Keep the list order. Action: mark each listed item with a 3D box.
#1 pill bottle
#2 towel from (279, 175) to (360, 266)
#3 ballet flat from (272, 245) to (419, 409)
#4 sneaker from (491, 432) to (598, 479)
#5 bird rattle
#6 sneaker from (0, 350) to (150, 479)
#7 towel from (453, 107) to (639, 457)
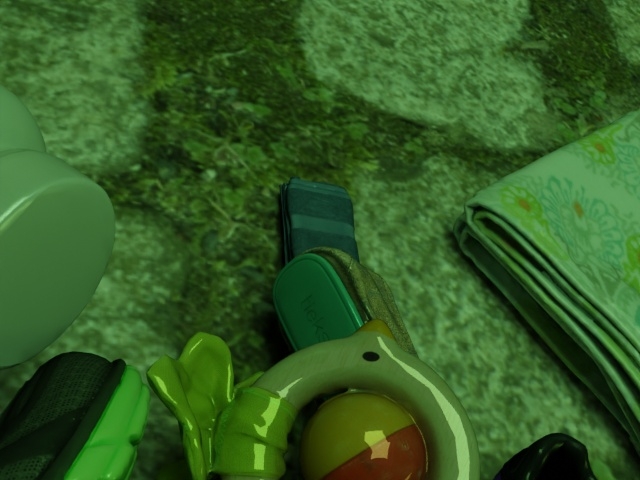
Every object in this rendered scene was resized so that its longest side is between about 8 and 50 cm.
[{"bbox_3d":[-0.278,-0.048,0.630,0.301,0.169,0.169,29,43,20],"label":"pill bottle"},{"bbox_3d":[0.000,0.000,0.888,0.067,0.029,0.119,11,49,-20],"label":"towel"},{"bbox_3d":[0.061,0.144,0.753,0.106,0.107,0.316,22,43,-54],"label":"ballet flat"},{"bbox_3d":[0.182,0.246,0.658,0.102,0.146,0.293,6,36,-25],"label":"sneaker"},{"bbox_3d":[0.004,0.157,0.643,0.207,0.143,0.253,-31,60,-9],"label":"bird rattle"},{"bbox_3d":[-0.267,0.177,0.491,0.202,0.185,0.483,44,44,8],"label":"sneaker"},{"bbox_3d":[0.342,0.027,1.010,0.374,0.090,0.320,-25,69,-40],"label":"towel"}]
